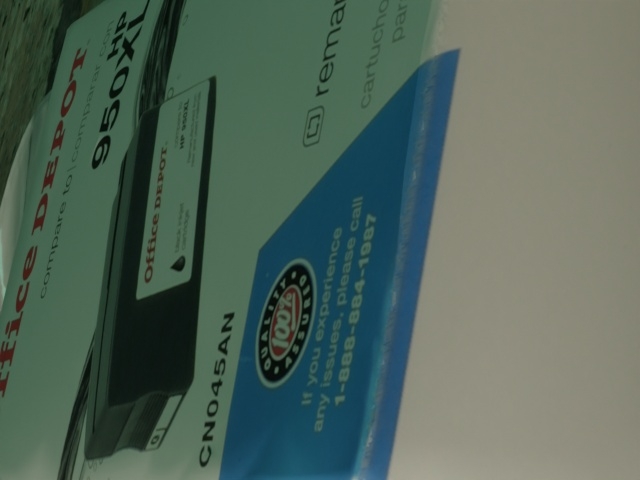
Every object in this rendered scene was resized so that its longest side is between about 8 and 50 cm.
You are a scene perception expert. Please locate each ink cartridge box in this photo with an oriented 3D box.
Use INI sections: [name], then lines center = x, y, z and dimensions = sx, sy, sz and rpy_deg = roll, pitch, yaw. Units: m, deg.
[ink cartridge box]
center = 0.000, 0.000, 0.694
dimensions = 0.395, 0.166, 0.285
rpy_deg = -18, 58, 58

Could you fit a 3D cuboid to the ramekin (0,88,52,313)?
[ramekin]
center = -0.144, 0.023, 1.114
dimensions = 0.273, 0.127, 0.273
rpy_deg = -29, 56, 56
